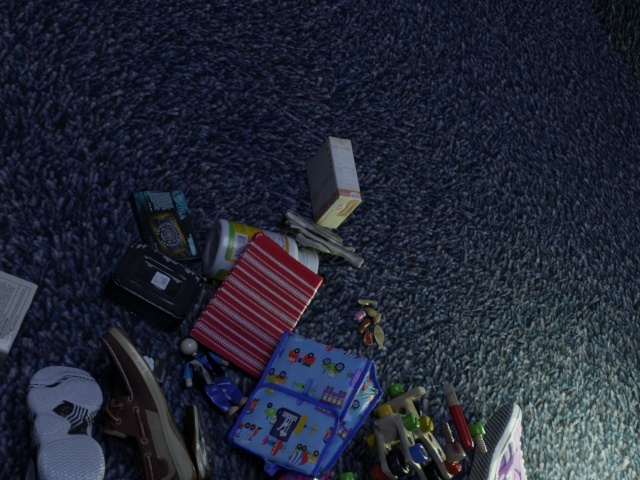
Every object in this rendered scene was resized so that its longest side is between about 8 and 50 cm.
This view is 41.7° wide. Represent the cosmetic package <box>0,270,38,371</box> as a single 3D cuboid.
[{"bbox_3d":[-0.714,0.112,1.577,0.309,0.113,0.160,24,52,-14],"label":"cosmetic package"}]

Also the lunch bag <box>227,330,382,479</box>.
[{"bbox_3d":[-0.039,0.364,1.753,0.221,0.138,0.293,15,53,28],"label":"lunch bag"}]

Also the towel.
[{"bbox_3d":[-0.137,0.141,1.849,0.199,0.031,0.274,37,79,-19],"label":"towel"}]

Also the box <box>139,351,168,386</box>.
[{"bbox_3d":[-0.362,0.266,1.714,0.083,0.062,0.052,22,54,-17],"label":"box"}]

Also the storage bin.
[{"bbox_3d":[-0.359,0.100,1.809,0.180,0.084,0.122,30,50,-9],"label":"storage bin"}]

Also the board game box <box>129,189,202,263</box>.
[{"bbox_3d":[-0.354,-0.031,1.932,0.126,0.026,0.186,-5,63,-33],"label":"board game box"}]

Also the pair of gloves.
[{"bbox_3d":[0.000,0.000,2.026,0.204,0.042,0.240,28,7,-10],"label":"pair of gloves"}]

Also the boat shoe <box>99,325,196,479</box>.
[{"bbox_3d":[-0.358,0.335,1.609,0.123,0.123,0.342,-25,100,-21],"label":"boat shoe"}]

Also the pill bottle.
[{"bbox_3d":[-0.136,0.044,1.939,0.246,0.136,0.136,15,54,-22],"label":"pill bottle"}]

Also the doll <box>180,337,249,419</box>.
[{"bbox_3d":[-0.232,0.285,1.789,0.189,0.046,0.129,48,39,8],"label":"doll"}]

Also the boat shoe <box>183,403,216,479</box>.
[{"bbox_3d":[-0.243,0.408,1.704,0.049,0.056,0.152,4,69,-34],"label":"boat shoe"}]

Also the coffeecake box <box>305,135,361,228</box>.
[{"bbox_3d":[0.031,-0.147,2.152,0.068,0.142,0.185,7,58,-27],"label":"coffeecake box"}]

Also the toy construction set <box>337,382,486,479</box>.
[{"bbox_3d":[0.203,0.395,1.823,0.257,0.309,0.237,8,52,-35],"label":"toy construction set"}]

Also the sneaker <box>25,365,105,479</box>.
[{"bbox_3d":[-0.480,0.394,1.524,0.137,0.210,0.366,11,22,-25],"label":"sneaker"}]

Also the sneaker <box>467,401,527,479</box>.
[{"bbox_3d":[0.450,0.535,2.000,0.161,0.102,0.282,34,60,-12],"label":"sneaker"}]

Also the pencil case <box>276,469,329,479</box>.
[{"bbox_3d":[-0.071,0.530,1.688,0.104,0.104,0.236,39,47,-3],"label":"pencil case"}]

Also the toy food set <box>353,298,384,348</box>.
[{"bbox_3d":[0.116,0.207,2.060,0.078,0.019,0.122,8,65,-25],"label":"toy food set"}]
